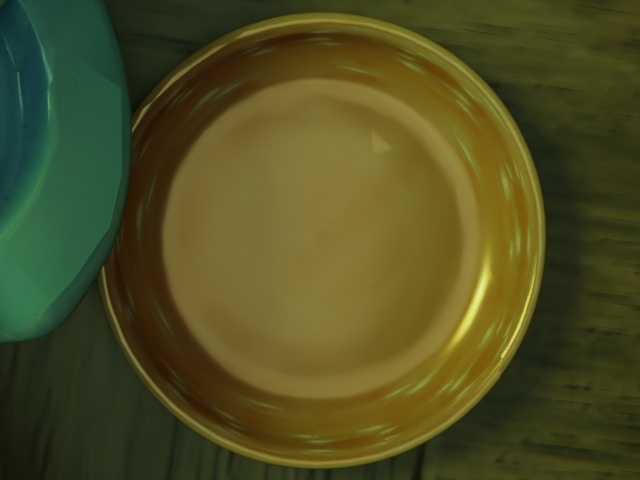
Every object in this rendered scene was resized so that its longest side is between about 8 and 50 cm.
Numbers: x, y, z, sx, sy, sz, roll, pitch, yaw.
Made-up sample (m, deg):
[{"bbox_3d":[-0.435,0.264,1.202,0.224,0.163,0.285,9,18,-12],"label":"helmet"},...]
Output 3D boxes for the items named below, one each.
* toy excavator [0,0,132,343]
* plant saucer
[{"bbox_3d":[-0.177,0.034,0.538,0.445,0.222,0.433,55,45,-31],"label":"toy excavator"},{"bbox_3d":[0.000,0.000,0.674,0.200,0.037,0.200,0,93,-7],"label":"plant saucer"}]
